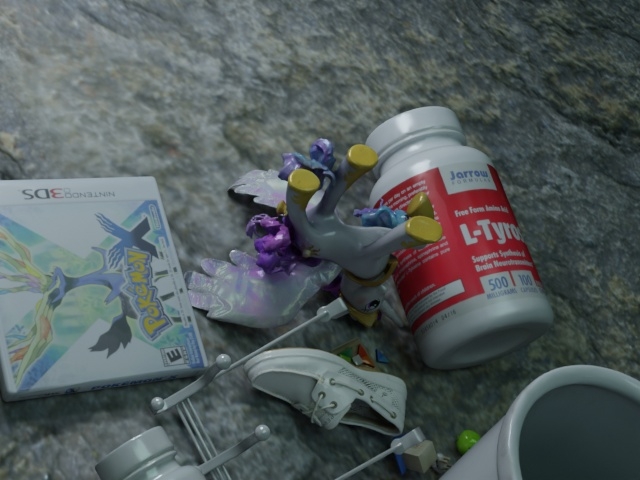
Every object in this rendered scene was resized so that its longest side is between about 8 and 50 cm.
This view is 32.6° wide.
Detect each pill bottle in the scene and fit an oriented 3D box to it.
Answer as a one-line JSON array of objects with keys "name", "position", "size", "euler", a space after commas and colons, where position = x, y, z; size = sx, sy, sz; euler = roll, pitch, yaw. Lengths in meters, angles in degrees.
[{"name": "pill bottle", "position": [0.216, -0.009, 1.839], "size": [0.229, 0.229, 0.408], "euler": [-3, 64, -33]}, {"name": "pill bottle", "position": [-0.192, 0.365, 1.417], "size": [0.131, 0.131, 0.229], "euler": [-24, 76, -39]}]

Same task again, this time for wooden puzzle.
[{"name": "wooden puzzle", "position": [0.057, 0.196, 1.755], "size": [0.116, 0.014, 0.079], "euler": [-30, 80, -41]}]

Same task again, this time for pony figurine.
[{"name": "pony figurine", "position": [0.000, 0.000, 1.667], "size": [0.350, 0.363, 0.303], "euler": [22, 58, 1]}]

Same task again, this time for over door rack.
[{"name": "over door rack", "position": [-0.043, 0.247, 1.517], "size": [0.324, 0.108, 0.240], "euler": [-28, 81, -11]}]

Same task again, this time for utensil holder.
[{"name": "utensil holder", "position": [0.302, 0.401, 1.464], "size": [0.327, 0.385, 0.328], "euler": [13, 50, -17]}]

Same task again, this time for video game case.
[{"name": "video game case", "position": [-0.339, 0.057, 1.580], "size": [0.299, 0.036, 0.329], "euler": [-4, 64, -33]}]

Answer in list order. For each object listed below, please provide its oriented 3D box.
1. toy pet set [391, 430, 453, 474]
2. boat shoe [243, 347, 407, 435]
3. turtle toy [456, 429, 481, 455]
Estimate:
[{"name": "toy pet set", "position": [0.144, 0.362, 1.691], "size": [0.122, 0.065, 0.114], "euler": [-38, 120, -38]}, {"name": "boat shoe", "position": [0.015, 0.235, 1.645], "size": [0.277, 0.098, 0.096], "euler": [16, 50, -24]}, {"name": "turtle toy", "position": [0.270, 0.357, 1.751], "size": [0.095, 0.066, 0.130], "euler": [-28, 78, -40]}]
